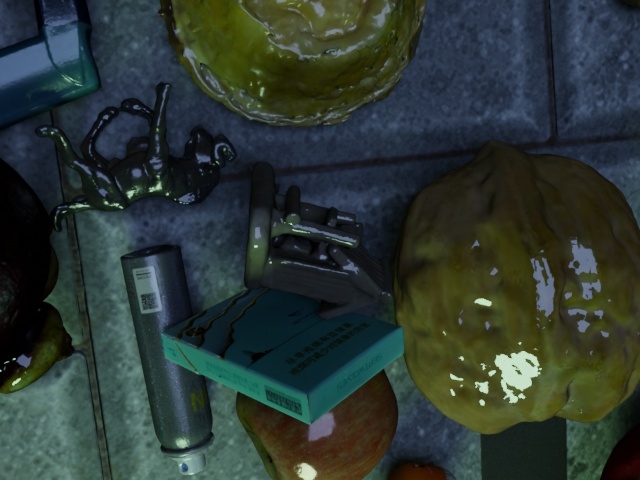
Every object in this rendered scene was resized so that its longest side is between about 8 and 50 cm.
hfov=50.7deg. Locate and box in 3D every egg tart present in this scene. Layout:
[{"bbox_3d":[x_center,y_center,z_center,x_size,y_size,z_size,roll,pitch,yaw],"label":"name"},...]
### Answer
[{"bbox_3d":[-0.019,-0.301,0.803,0.345,0.132,0.345,-2,98,-13],"label":"egg tart"}]

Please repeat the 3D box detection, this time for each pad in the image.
[{"bbox_3d":[0.301,0.318,0.999,0.142,0.003,0.211,-3,96,-13],"label":"pad"}]

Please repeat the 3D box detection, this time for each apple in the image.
[{"bbox_3d":[-0.002,0.208,0.824,0.173,0.188,0.188,-26,101,-22],"label":"apple"}]

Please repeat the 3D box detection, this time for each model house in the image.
[{"bbox_3d":[-0.007,0.005,0.787,0.188,0.229,0.122,19,107,-10],"label":"model house"}]

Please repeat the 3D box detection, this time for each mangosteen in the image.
[{"bbox_3d":[-0.401,0.055,0.678,0.307,0.307,0.347,-43,134,-6],"label":"mangosteen"}]

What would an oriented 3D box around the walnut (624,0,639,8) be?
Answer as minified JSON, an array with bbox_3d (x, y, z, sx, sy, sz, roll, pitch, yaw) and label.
[{"bbox_3d":[0.454,-0.380,0.921,0.105,0.105,0.124,0,112,-13],"label":"walnut"}]

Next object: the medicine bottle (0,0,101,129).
[{"bbox_3d":[-0.364,-0.187,0.755,0.258,0.079,0.124,-27,104,-9],"label":"medicine bottle"}]

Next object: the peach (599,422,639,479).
[{"bbox_3d":[0.554,0.413,0.913,0.335,0.310,0.406,-14,87,26],"label":"peach"}]

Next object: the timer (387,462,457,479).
[{"bbox_3d":[0.121,0.365,0.917,0.136,0.099,0.136,1,83,-7],"label":"timer"}]

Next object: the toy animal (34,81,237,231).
[{"bbox_3d":[-0.219,-0.092,0.797,0.232,0.084,0.148,-24,101,-14],"label":"toy animal"}]

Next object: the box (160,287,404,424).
[{"bbox_3d":[-0.045,0.115,0.759,0.162,0.229,0.041,-26,119,-44],"label":"box"}]

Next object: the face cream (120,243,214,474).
[{"bbox_3d":[-0.184,0.148,0.832,0.073,0.073,0.284,-10,97,-12],"label":"face cream"}]

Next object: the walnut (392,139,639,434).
[{"bbox_3d":[0.235,0.049,0.818,0.306,0.306,0.344,-13,91,-12],"label":"walnut"}]
